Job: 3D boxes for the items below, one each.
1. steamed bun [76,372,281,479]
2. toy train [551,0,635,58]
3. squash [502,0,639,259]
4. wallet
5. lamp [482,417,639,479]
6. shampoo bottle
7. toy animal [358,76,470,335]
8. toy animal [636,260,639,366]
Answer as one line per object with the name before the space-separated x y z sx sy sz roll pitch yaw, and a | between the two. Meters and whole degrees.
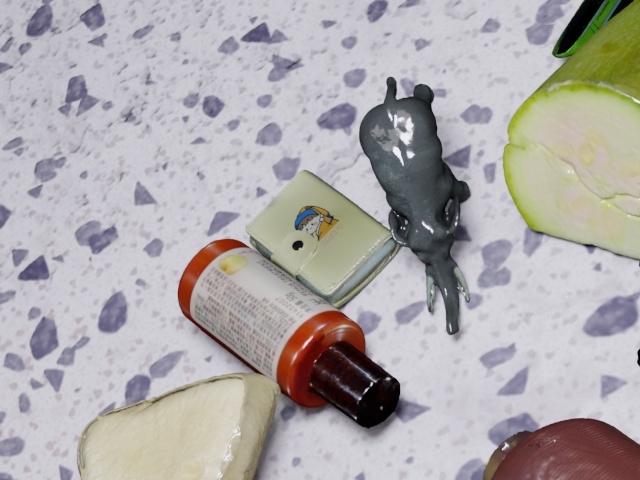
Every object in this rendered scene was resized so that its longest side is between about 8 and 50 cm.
steamed bun | -0.141 0.256 1.862 0.231 0.110 0.212 -17 50 29
toy train | 0.325 -0.269 2.011 0.209 0.042 0.044 -56 23 -14
squash | 0.363 -0.150 1.901 0.233 0.210 0.309 15 38 36
wallet | 0.000 0.000 2.004 0.110 0.039 0.155 -44 50 -10
lamp | 0.246 0.260 1.622 0.180 0.180 0.258 -48 49 -9
shampoo bottle | -0.028 0.102 1.906 0.104 0.104 0.278 -48 51 -9
toy animal | 0.108 -0.041 1.921 0.082 0.137 0.269 -16 93 15
toy animal | 0.394 0.046 1.730 0.179 0.116 0.218 23 102 -2
